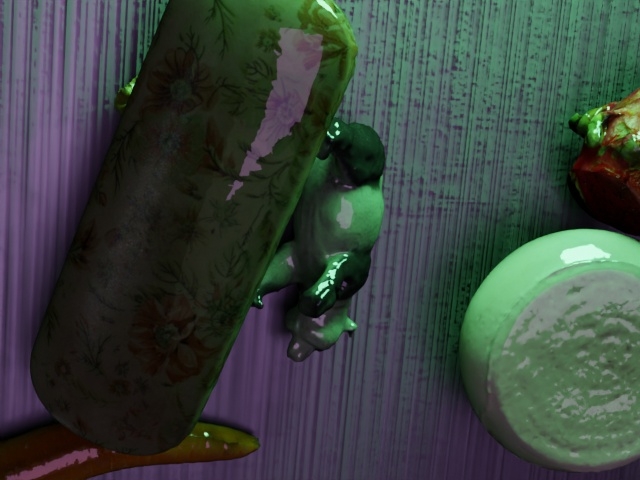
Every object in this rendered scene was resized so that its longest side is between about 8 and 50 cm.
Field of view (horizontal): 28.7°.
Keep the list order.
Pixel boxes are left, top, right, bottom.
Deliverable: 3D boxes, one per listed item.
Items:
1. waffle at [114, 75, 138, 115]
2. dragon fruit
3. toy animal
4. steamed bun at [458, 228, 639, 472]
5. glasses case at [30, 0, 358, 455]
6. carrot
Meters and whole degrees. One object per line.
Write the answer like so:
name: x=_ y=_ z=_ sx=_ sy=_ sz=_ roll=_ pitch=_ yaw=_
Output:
waffle: x=-0.073 y=-0.158 z=1.071 sx=0.160 sy=0.046 sz=0.192 roll=22 pitch=92 yaw=-12
dragon fruit: x=0.326 y=-0.093 z=1.167 sx=0.166 sy=0.160 sz=0.172 roll=43 pitch=70 yaw=13
toy animal: x=0.000 y=0.000 z=1.104 sx=0.121 sy=0.093 sz=0.225 roll=-9 pitch=106 yaw=-54
steamed bun: x=0.240 y=0.097 z=1.179 sx=0.231 sy=0.145 sz=0.232 roll=-1 pitch=105 yaw=-5
glasses case: x=-0.108 y=-0.021 z=1.019 sx=0.156 sy=0.098 sz=0.425 roll=24 pitch=105 yaw=0
carrot: x=-0.184 y=0.186 z=1.118 sx=0.271 sy=0.062 sz=0.066 roll=-11 pitch=74 yaw=-19
